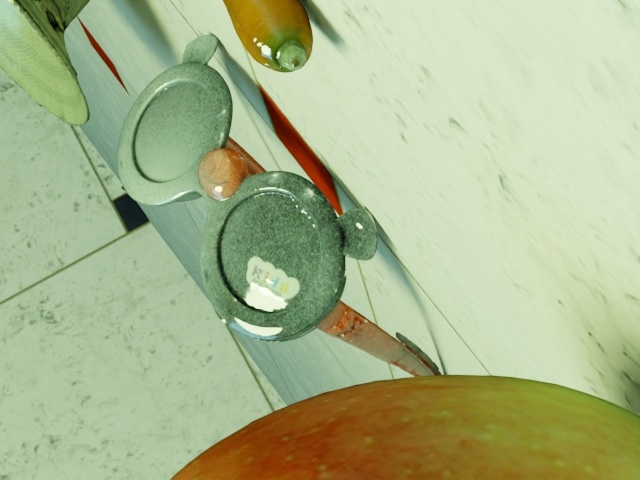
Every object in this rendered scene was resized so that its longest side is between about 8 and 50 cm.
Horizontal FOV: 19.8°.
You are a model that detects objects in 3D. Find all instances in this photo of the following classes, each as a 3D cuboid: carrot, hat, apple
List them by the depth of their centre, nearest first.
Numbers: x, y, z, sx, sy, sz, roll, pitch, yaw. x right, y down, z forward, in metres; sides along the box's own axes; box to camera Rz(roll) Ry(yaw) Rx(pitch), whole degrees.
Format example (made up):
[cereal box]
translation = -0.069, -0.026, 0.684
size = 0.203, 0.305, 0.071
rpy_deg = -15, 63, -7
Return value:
[apple]
translation = 0.048, 0.211, 0.708
size = 0.319, 0.277, 0.319
rpy_deg = -3, -90, -83
[carrot]
translation = -0.035, -0.122, 0.884
size = 0.142, 0.035, 0.035
rpy_deg = 59, 178, 44
[hat]
translation = -0.230, -0.216, 1.433
size = 0.252, 0.110, 0.252
rpy_deg = 43, 167, 13

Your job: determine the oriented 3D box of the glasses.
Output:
[glasses]
translation = 0.000, 0.000, 1.232
size = 0.234, 0.118, 0.268
rpy_deg = 48, -169, 36
